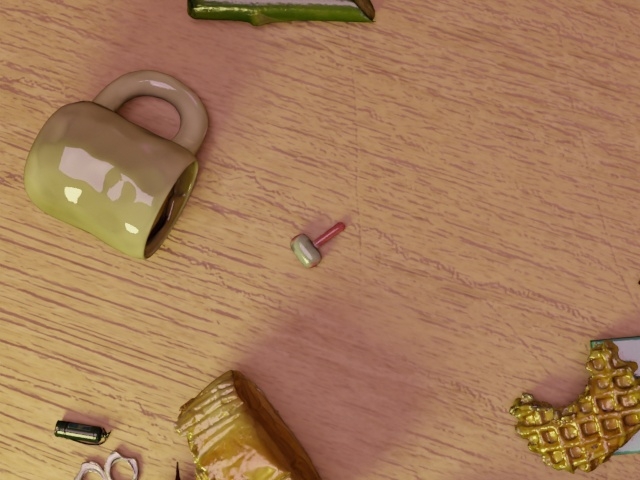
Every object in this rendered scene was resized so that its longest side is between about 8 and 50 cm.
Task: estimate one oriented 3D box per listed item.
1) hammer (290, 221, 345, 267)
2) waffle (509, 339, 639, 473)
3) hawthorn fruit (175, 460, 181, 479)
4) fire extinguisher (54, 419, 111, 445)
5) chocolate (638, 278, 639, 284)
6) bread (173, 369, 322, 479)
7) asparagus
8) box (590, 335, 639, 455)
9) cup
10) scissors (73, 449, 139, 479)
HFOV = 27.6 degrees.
[{"bbox_3d":[0.000,0.000,1.873,0.083,0.031,0.052,-36,88,-2],"label":"hammer"},{"bbox_3d":[0.357,0.229,1.782,0.149,0.051,0.194,46,110,18],"label":"waffle"},{"bbox_3d":[-0.205,0.429,1.823,0.181,0.181,0.235,-8,65,6],"label":"hawthorn fruit"},{"bbox_3d":[-0.345,0.283,1.904,0.083,0.025,0.038,7,127,7],"label":"fire extinguisher"},{"bbox_3d":[0.525,0.091,1.784,0.086,0.028,0.182,-37,67,-6],"label":"chocolate"},{"bbox_3d":[-0.098,0.311,1.799,0.133,0.179,0.250,-38,85,8],"label":"bread"},{"bbox_3d":[-0.058,-0.345,1.874,0.278,0.060,0.067,1,78,6],"label":"asparagus"},{"bbox_3d":[0.498,0.208,1.803,0.229,0.041,0.161,-6,87,6],"label":"box"},{"bbox_3d":[-0.279,-0.126,1.834,0.202,0.173,0.255,28,92,5],"label":"cup"},{"bbox_3d":[-0.289,0.402,1.898,0.100,0.015,0.189,-22,87,3],"label":"scissors"}]
